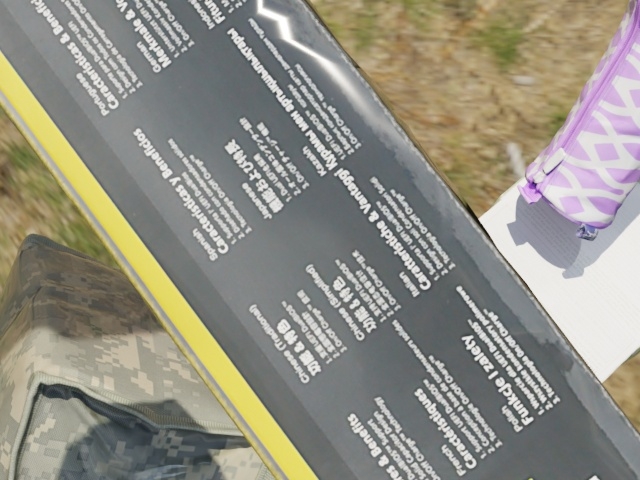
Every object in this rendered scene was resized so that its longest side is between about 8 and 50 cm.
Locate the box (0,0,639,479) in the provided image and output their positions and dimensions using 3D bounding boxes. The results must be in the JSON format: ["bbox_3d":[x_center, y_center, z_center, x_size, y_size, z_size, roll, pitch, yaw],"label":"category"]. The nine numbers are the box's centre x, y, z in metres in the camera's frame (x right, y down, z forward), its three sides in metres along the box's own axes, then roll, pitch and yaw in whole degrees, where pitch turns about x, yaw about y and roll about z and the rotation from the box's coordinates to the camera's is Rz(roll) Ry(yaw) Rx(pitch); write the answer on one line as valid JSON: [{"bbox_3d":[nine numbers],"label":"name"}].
[{"bbox_3d":[0.000,0.000,0.541,0.079,0.257,0.322,-38,82,4],"label":"box"}]

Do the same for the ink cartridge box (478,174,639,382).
[{"bbox_3d":[0.198,0.034,1.539,0.235,0.056,0.171,-40,82,-25],"label":"ink cartridge box"}]

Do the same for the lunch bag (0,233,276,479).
[{"bbox_3d":[-0.147,0.179,1.123,0.169,0.235,0.287,17,105,-16],"label":"lunch bag"}]

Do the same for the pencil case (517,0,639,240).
[{"bbox_3d":[0.233,-0.107,1.463,0.088,0.086,0.206,16,114,-32],"label":"pencil case"}]
